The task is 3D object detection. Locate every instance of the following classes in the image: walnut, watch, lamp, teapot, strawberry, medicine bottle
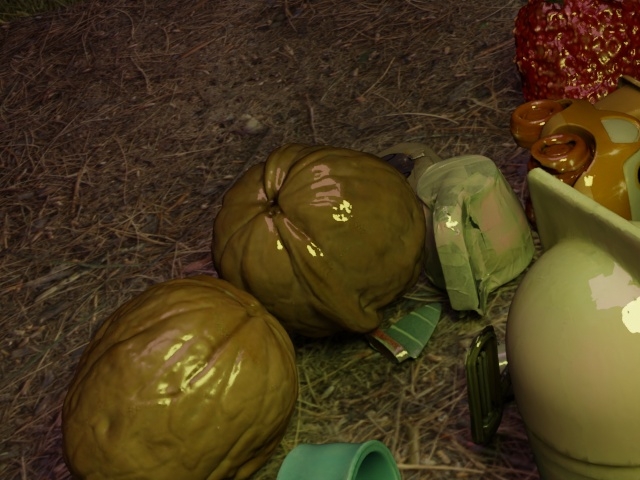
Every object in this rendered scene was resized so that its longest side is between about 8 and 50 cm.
[{"bbox_3d":[0.000,0.000,1.602,0.296,0.285,0.285,-28,28,19],"label":"walnut"},{"bbox_3d":[-0.182,0.197,1.476,0.313,0.252,0.277,-45,27,14],"label":"walnut"},{"bbox_3d":[0.025,0.312,1.235,0.211,0.193,0.211,-16,29,9],"label":"watch"},{"bbox_3d":[0.294,0.120,1.348,0.283,0.203,0.124,-12,57,7],"label":"lamp"},{"bbox_3d":[0.192,-0.016,1.664,0.163,0.178,0.221,9,43,40],"label":"teapot"},{"bbox_3d":[0.444,-0.291,1.944,0.261,0.257,0.261,-1,8,0],"label":"strawberry"},{"bbox_3d":[0.306,0.133,1.144,0.236,0.406,0.235,-15,32,10],"label":"medicine bottle"}]

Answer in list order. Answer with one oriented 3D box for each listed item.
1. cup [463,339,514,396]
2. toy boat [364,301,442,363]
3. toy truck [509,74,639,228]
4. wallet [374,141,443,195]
[{"bbox_3d":[0.238,0.152,1.488,0.116,0.074,0.104,-17,18,0],"label":"cup"},{"bbox_3d":[0.132,0.119,1.631,0.122,0.034,0.096,-31,38,-20],"label":"toy boat"},{"bbox_3d":[0.386,-0.098,1.657,0.212,0.204,0.288,-16,29,3],"label":"toy truck"},{"bbox_3d":[0.089,-0.053,1.890,0.275,0.068,0.335,-25,31,-5],"label":"wallet"}]
